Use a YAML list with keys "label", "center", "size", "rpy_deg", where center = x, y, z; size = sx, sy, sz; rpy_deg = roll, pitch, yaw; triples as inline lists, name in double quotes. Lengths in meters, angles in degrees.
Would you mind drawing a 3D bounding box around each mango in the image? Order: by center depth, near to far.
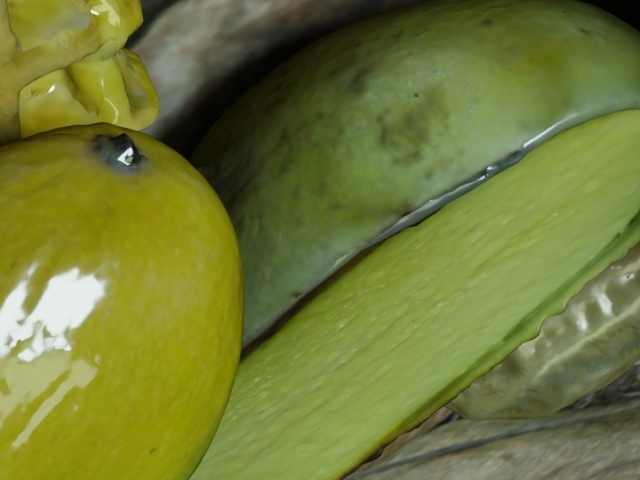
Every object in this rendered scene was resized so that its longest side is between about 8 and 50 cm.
- label: "mango"
  center: [-0.116, 0.067, 0.474]
  size: [0.237, 0.091, 0.137]
  rpy_deg: [-44, 143, -5]

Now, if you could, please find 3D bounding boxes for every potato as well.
- label: "potato"
  center: [0.000, 0.000, 0.604]
  size: [0.160, 0.111, 0.272]
  rpy_deg: [3, 141, -49]

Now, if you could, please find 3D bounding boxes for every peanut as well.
- label: "peanut"
  center: [0.125, 0.012, 0.738]
  size: [0.194, 0.083, 0.093]
  rpy_deg: [-33, 133, 6]

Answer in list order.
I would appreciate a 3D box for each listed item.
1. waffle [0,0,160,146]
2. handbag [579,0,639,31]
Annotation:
- label: "waffle"
  center: [-0.149, 0.013, 0.515]
  size: [0.229, 0.057, 0.219]
  rpy_deg: [-25, 143, -31]
- label: "handbag"
  center: [0.154, -0.083, 0.496]
  size: [0.080, 0.247, 0.223]
  rpy_deg: [-34, 147, -7]
